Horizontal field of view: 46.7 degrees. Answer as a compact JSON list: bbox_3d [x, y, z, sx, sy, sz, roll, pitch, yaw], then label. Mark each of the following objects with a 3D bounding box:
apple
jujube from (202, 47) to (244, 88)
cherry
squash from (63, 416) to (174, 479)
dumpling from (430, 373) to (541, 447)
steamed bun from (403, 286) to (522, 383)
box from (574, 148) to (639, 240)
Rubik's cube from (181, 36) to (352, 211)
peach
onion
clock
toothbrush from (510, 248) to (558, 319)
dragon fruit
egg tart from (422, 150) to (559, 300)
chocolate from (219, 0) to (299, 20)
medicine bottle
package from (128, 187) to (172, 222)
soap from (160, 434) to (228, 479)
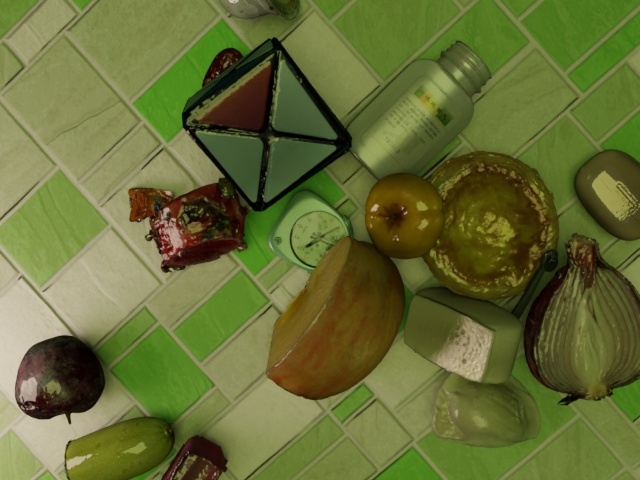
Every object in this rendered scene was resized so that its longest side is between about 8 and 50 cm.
[{"bbox_3d":[0.038,0.158,1.548,0.309,0.314,0.252,-48,58,20],"label":"apple"},{"bbox_3d":[-0.213,-0.360,1.625,0.077,0.077,0.129,37,107,1],"label":"jujube"},{"bbox_3d":[-0.583,0.306,1.651,0.195,0.195,0.195,0,94,4],"label":"cherry"},{"bbox_3d":[-0.440,0.476,1.674,0.247,0.132,0.133,-19,93,5],"label":"squash"},{"bbox_3d":[0.364,0.357,1.611,0.251,0.131,0.180,5,73,-7],"label":"dumpling"},{"bbox_3d":[0.308,0.196,1.559,0.241,0.164,0.146,23,106,41],"label":"steamed bun"},{"bbox_3d":[0.633,-0.096,1.567,0.146,0.088,0.200,-42,89,7],"label":"box"},{"bbox_3d":[-0.111,-0.241,1.506,0.250,0.246,0.248,-35,111,6],"label":"Rubik's cube"},{"bbox_3d":[0.170,-0.050,1.497,0.179,0.103,0.179,3,95,39],"label":"peach"},{"bbox_3d":[0.542,0.149,1.558,0.267,0.159,0.349,-5,95,-8],"label":"onion"},{"bbox_3d":[0.000,0.000,1.635,0.210,0.066,0.159,35,97,1],"label":"clock"},{"bbox_3d":[0.425,0.127,1.546,0.030,0.031,0.297,10,135,-7],"label":"toothbrush"},{"bbox_3d":[-0.260,-0.018,1.596,0.282,0.211,0.147,-31,85,32],"label":"dragon fruit"},{"bbox_3d":[0.347,-0.033,1.577,0.318,0.128,0.319,0,94,2],"label":"egg tart"},{"bbox_3d":[-0.150,-0.551,1.564,0.147,0.221,0.221,-7,94,24],"label":"chocolate"},{"bbox_3d":[0.208,-0.270,1.572,0.179,0.124,0.324,45,98,-6],"label":"medicine bottle"},{"bbox_3d":[-0.386,-0.081,1.675,0.110,0.033,0.077,0,104,9],"label":"package"},{"bbox_3d":[-0.322,0.578,1.648,0.112,0.182,0.289,34,90,0],"label":"soap"}]
